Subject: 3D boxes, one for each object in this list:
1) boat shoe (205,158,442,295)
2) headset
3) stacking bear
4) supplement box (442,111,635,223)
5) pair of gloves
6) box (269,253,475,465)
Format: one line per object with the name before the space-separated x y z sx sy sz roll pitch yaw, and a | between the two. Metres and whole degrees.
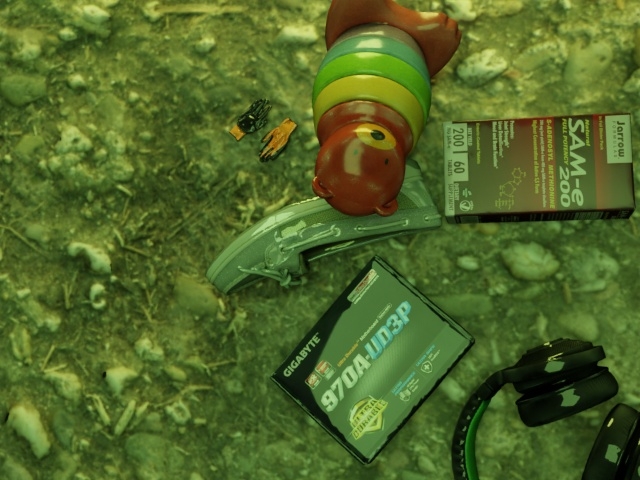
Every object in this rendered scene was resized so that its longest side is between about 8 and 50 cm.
boat shoe | 0.001 0.000 1.339 0.320 0.118 0.103 -25 79 -2
headset | 0.347 0.219 1.253 0.394 0.185 0.243 -45 72 18
stacking bear | 0.062 -0.156 1.261 0.175 0.164 0.289 21 51 -12
supplement box | 0.282 -0.092 1.317 0.239 0.073 0.130 -2 82 10
pair of gloves | -0.080 -0.156 1.427 0.083 0.010 0.074 41 93 16
box | 0.070 0.157 1.335 0.175 0.051 0.220 42 92 13
